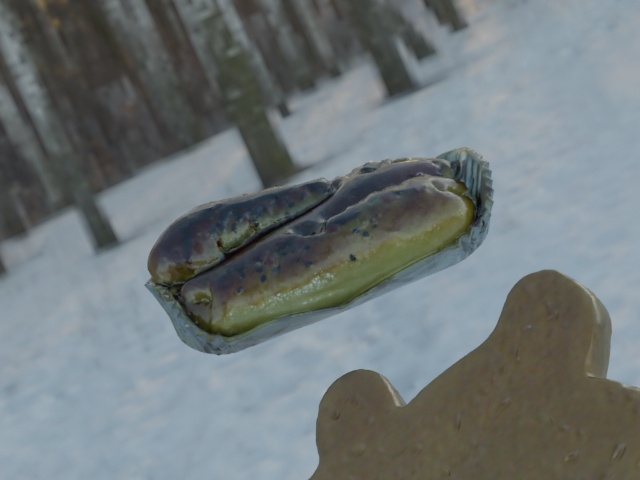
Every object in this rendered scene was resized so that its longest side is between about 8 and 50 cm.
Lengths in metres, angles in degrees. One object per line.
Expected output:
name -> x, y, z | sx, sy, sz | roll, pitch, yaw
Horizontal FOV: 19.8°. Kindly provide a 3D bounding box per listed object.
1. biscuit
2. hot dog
biscuit -> 0.068, 0.166, 1.188 | 0.340, 0.047, 0.216 | -38, 44, 15
hot dog -> 0.000, 0.000, 1.352 | 0.270, 0.081, 0.162 | -20, 27, 0
